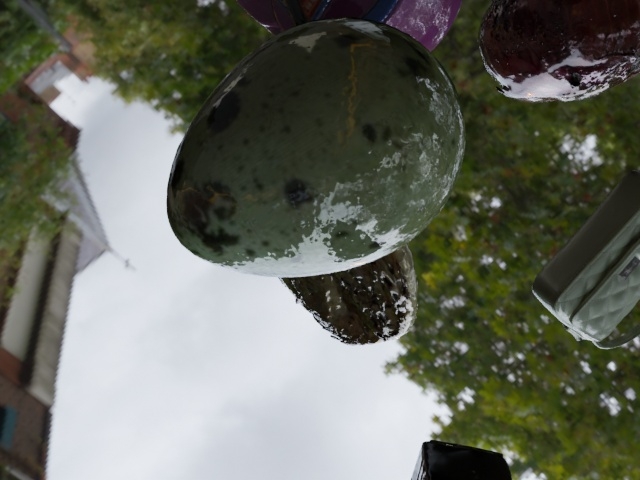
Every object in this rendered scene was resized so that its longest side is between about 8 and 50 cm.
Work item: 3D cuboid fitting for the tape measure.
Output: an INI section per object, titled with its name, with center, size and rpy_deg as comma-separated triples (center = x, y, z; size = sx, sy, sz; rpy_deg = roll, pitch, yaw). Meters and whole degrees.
[tape measure]
center = 0.043, -0.307, 1.091
size = 0.231, 0.149, 0.245
rpy_deg = -50, -120, 18

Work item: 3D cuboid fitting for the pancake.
[pancake]
center = -0.001, 0.001, 1.349
size = 0.071, 0.382, 0.382
rpy_deg = -42, -156, -26

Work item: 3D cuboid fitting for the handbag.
[handbag]
center = 0.443, 0.043, 1.325
size = 0.256, 0.219, 0.079
rpy_deg = -51, -146, 11

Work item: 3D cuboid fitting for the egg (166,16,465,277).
[egg]
center = -0.004, -0.060, 0.672
size = 0.228, 0.177, 0.177
rpy_deg = -32, -154, -9

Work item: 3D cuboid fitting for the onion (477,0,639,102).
[onion]
center = 0.337, -0.299, 1.285
size = 0.252, 0.252, 0.219
rpy_deg = -10, -100, 48

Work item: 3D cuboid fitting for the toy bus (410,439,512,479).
[toy bus]
center = 0.116, 0.295, 0.678
size = 0.409, 0.093, 0.092
rpy_deg = -82, -173, -66
